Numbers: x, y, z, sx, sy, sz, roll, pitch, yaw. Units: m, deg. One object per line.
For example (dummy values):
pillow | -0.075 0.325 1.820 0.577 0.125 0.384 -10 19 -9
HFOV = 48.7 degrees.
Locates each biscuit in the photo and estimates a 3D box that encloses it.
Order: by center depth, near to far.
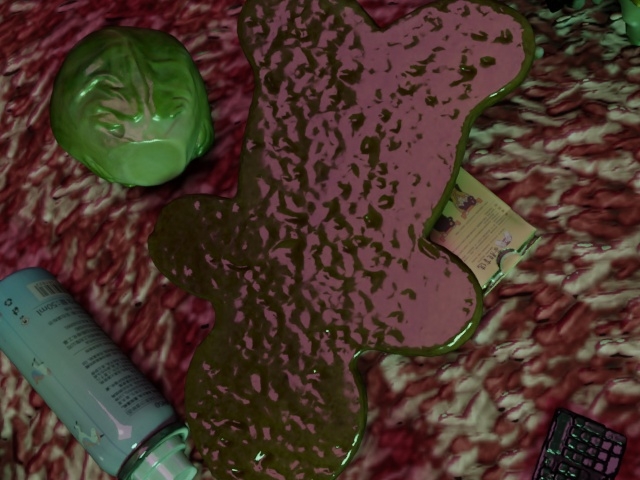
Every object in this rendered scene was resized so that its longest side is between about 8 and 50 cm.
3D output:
biscuit | 0.001 0.000 0.590 0.283 0.064 0.431 13 89 14

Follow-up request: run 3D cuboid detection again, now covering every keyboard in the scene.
keyboard | 0.172 0.226 0.529 0.060 0.018 0.195 20 80 12

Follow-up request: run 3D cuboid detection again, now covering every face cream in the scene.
face cream | -0.192 0.121 0.595 0.229 0.075 0.075 41 85 19

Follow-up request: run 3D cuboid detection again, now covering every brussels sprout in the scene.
brussels sprout | -0.174 -0.122 0.638 0.155 0.117 0.155 -8 57 13

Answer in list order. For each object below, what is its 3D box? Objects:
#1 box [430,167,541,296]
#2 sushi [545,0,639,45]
box | 0.109 -0.026 0.609 0.073 0.020 0.149 -45 71 -4
sushi | 0.272 -0.275 0.497 0.329 0.328 0.285 -39 82 -3
